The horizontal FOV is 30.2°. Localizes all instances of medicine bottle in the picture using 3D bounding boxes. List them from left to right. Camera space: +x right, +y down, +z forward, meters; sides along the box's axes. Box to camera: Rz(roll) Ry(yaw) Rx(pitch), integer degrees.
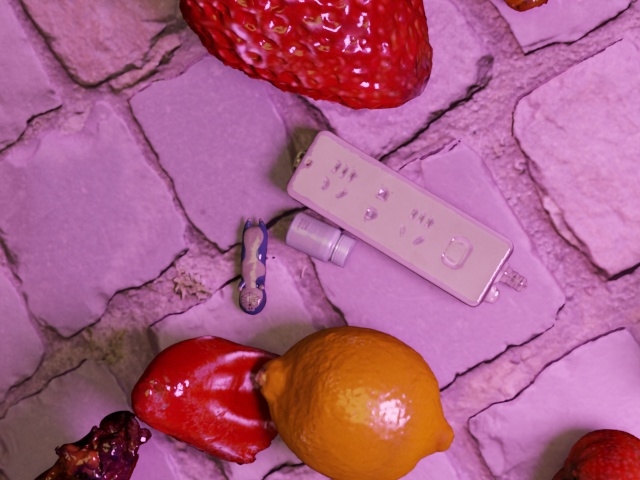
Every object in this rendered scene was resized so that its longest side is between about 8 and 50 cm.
[{"bbox_3d":[0.000,0.000,1.500,0.083,0.047,0.047,24,89,9],"label":"medicine bottle"}]

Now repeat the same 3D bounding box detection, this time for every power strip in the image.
[{"bbox_3d":[0.107,-0.023,1.480,0.338,0.058,0.098,31,90,10],"label":"power strip"}]

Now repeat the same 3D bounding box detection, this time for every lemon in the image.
[{"bbox_3d":[0.042,0.194,1.409,0.244,0.187,0.186,16,88,11],"label":"lemon"}]

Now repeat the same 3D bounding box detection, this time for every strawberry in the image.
[{"bbox_3d":[-0.006,-0.319,1.416,0.310,0.292,0.291,18,88,16],"label":"strawberry"}]

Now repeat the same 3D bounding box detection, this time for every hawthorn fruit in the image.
[{"bbox_3d":[0.370,0.316,1.375,0.203,0.162,0.162,25,89,-5],"label":"hawthorn fruit"}]

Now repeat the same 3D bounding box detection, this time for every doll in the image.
[{"bbox_3d":[-0.086,0.033,1.520,0.037,0.027,0.125,-1,85,16],"label":"doll"}]

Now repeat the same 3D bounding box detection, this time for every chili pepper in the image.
[{"bbox_3d":[-0.134,0.178,1.408,0.144,0.253,0.136,-37,63,9],"label":"chili pepper"}]

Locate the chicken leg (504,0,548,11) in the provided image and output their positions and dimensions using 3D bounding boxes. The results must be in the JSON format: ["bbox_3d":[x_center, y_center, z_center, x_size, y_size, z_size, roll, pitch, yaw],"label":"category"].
[{"bbox_3d":[0.328,-0.342,1.465,0.252,0.107,0.087,1,40,2],"label":"chicken leg"}]

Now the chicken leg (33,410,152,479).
[{"bbox_3d":[-0.322,0.321,1.458,0.407,0.158,0.096,-39,83,35],"label":"chicken leg"}]
